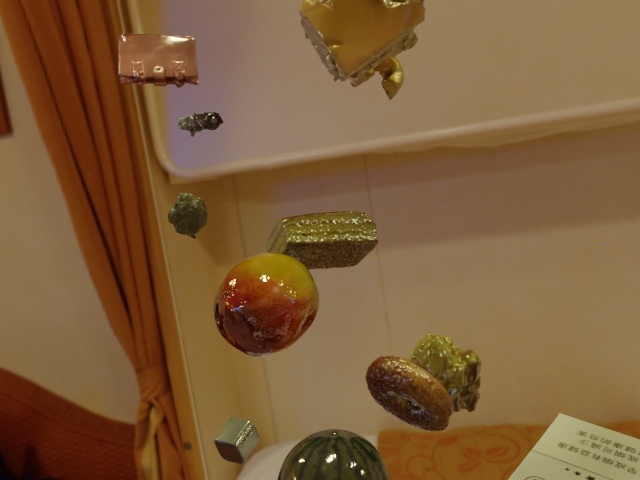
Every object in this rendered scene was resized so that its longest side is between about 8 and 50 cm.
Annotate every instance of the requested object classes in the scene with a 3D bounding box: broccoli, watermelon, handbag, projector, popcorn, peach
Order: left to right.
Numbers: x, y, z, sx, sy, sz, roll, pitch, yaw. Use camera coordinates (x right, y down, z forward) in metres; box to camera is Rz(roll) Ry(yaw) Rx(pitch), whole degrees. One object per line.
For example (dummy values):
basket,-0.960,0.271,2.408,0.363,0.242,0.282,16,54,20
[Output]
handbag,-0.451,-0.502,1.629,0.213,0.157,0.059,-2,-25,-12
broccoli,-0.409,-0.080,1.797,0.120,0.130,0.131,20,-2,43
projector,-0.220,0.531,1.548,0.083,0.083,0.082,0,32,31
peach,-0.116,0.138,1.255,0.231,0.230,0.231,-9,6,1
watermelon,0.023,0.438,1.022,0.212,0.212,0.212,-9,6,1
popcorn,0.362,0.399,1.693,0.206,0.252,0.237,-53,-7,-43

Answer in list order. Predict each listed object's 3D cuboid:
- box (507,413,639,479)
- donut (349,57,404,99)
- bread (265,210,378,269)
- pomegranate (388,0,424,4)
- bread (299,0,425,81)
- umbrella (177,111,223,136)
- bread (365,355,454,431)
box,0.257,0.260,0.573,0.139,0.035,0.245,11,23,39
donut,0.179,-0.525,1.794,0.181,0.146,0.078,13,-20,-20
bread,0.000,0.000,1.417,0.234,0.110,0.184,-2,-22,-18
pomegranate,0.116,-0.614,1.411,0.320,0.319,0.319,-9,6,1
bread,0.069,-0.459,1.210,0.224,0.211,0.183,-35,1,-5
umbrella,-0.294,-0.277,1.383,0.046,0.050,0.188,27,-9,-36
bread,0.164,0.292,1.100,0.193,0.193,0.064,-1,40,51
